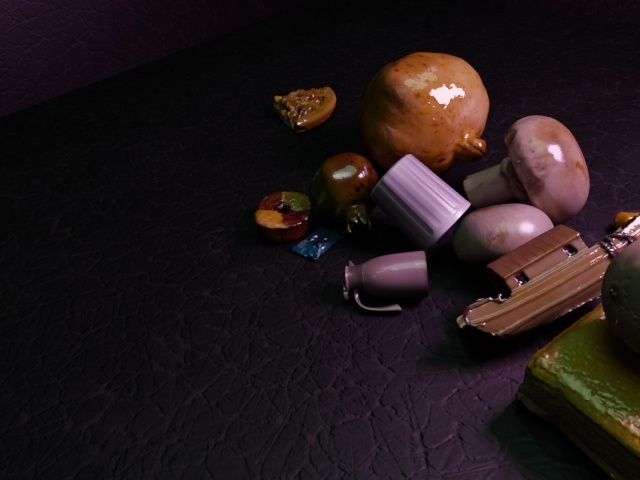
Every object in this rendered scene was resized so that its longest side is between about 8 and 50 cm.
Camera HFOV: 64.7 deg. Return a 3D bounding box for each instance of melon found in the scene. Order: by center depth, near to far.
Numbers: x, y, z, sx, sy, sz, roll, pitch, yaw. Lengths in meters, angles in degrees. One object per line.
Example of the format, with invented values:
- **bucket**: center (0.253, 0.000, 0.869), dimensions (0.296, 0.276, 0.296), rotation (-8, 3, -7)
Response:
- **melon**: center (0.597, 0.084, 0.774), dimensions (0.316, 0.223, 0.223), rotation (-4, 38, -2)

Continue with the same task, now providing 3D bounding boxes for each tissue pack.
- **tissue pack**: center (0.000, 0.000, 1.343), dimensions (0.085, 0.028, 0.138), rotation (24, 44, 33)

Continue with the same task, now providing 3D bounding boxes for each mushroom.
- **mushroom**: center (0.423, 0.004, 1.175), dimensions (0.226, 0.178, 0.226), rotation (-2, 6, 0)
- **mushroom**: center (0.518, -0.164, 1.300), dimensions (0.289, 0.293, 0.293), rotation (-20, 33, 23)

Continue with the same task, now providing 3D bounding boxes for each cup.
- **cup**: center (0.235, -0.086, 1.275), dimensions (0.202, 0.221, 0.167), rotation (45, 64, 7)

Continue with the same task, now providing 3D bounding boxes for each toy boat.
- **toy boat**: center (0.476, 0.067, 1.032), dimensions (0.445, 0.136, 0.162), rotation (-27, 73, -2)

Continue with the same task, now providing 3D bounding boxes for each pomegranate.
- **pomegranate**: center (0.063, -0.124, 1.356), dimensions (0.198, 0.199, 0.246), rotation (4, 43, 12)
- **pomegranate**: center (0.314, -0.346, 1.472), dimensions (0.409, 0.411, 0.410), rotation (-4, 38, 3)

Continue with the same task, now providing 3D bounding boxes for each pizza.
- **pizza**: center (-0.025, -0.519, 1.959), dimensions (0.268, 0.087, 0.258), rotation (-20, 43, -20)

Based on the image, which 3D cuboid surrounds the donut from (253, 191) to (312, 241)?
- **donut**: center (-0.100, -0.064, 1.399), dimensions (0.166, 0.074, 0.184), rotation (-10, 38, -3)

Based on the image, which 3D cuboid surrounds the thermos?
- **thermos**: center (0.146, 0.098, 1.150), dimensions (0.192, 0.105, 0.137), rotation (-5, 69, 8)

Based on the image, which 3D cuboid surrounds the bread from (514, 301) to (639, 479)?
- **bread**: center (0.557, 0.259, 0.845), dimensions (0.323, 0.143, 0.333), rotation (-24, 41, -23)

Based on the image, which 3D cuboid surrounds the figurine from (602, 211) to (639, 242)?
- **figurine**: center (0.740, -0.013, 1.216), dimensions (0.122, 0.122, 0.176), rotation (-22, 17, 25)
